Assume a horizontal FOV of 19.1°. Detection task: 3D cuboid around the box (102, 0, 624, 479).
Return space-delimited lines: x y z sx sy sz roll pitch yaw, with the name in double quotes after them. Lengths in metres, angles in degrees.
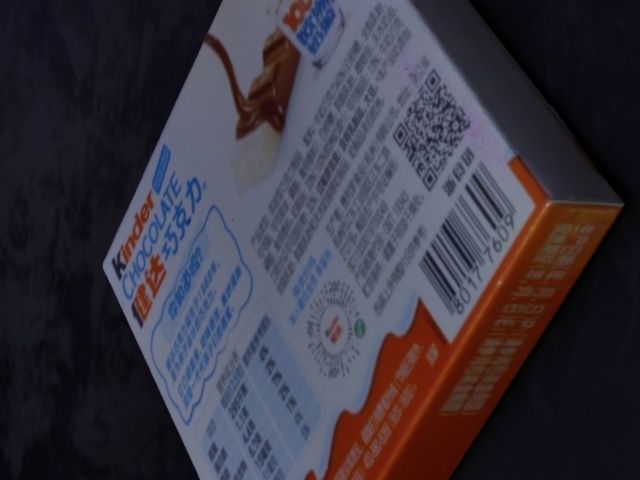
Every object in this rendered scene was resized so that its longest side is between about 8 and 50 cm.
0.000 0.000 0.882 0.273 0.048 0.265 -62 41 33 "box"
